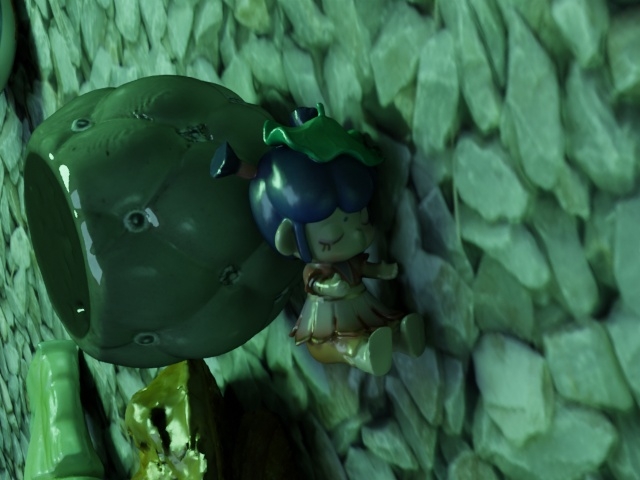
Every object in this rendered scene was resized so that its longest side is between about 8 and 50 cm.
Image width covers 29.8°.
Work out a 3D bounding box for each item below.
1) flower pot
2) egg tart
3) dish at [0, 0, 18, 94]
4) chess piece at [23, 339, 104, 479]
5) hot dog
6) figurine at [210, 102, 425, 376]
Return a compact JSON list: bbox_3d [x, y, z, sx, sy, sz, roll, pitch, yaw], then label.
[{"bbox_3d":[-0.124,-0.016,0.983,0.246,0.195,0.246,39,135,52],"label":"flower pot"},{"bbox_3d":[-0.136,0.236,1.112,0.297,0.132,0.297,174,90,-83],"label":"egg tart"},{"bbox_3d":[-0.490,-0.253,1.604,0.273,0.134,0.273,-4,82,26],"label":"dish"},{"bbox_3d":[-0.351,0.287,1.623,0.176,0.175,0.298,118,144,-52],"label":"chess piece"},{"bbox_3d":[-0.047,0.228,1.100,0.099,0.065,0.147,87,163,-83],"label":"hot dog"},{"bbox_3d":[0.000,0.000,0.866,0.102,0.111,0.195,-6,98,41],"label":"figurine"}]
